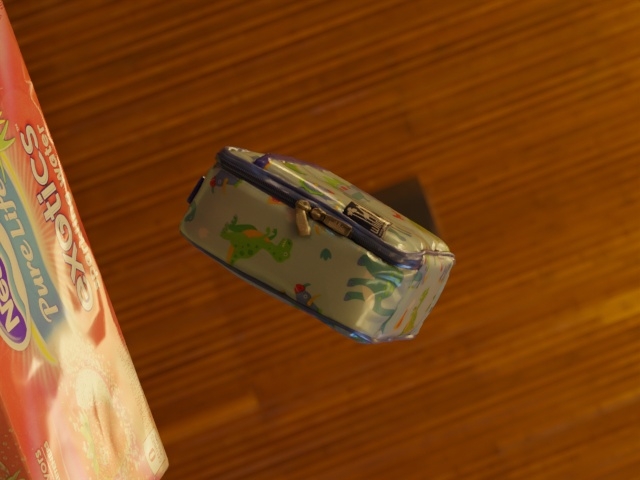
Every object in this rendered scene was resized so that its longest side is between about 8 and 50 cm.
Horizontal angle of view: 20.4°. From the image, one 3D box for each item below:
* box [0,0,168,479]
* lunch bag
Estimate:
[{"bbox_3d":[-0.198,0.019,0.822,0.154,0.142,0.299,-57,131,-68],"label":"box"},{"bbox_3d":[0.000,0.000,1.308,0.176,0.090,0.219,29,6,14],"label":"lunch bag"}]
